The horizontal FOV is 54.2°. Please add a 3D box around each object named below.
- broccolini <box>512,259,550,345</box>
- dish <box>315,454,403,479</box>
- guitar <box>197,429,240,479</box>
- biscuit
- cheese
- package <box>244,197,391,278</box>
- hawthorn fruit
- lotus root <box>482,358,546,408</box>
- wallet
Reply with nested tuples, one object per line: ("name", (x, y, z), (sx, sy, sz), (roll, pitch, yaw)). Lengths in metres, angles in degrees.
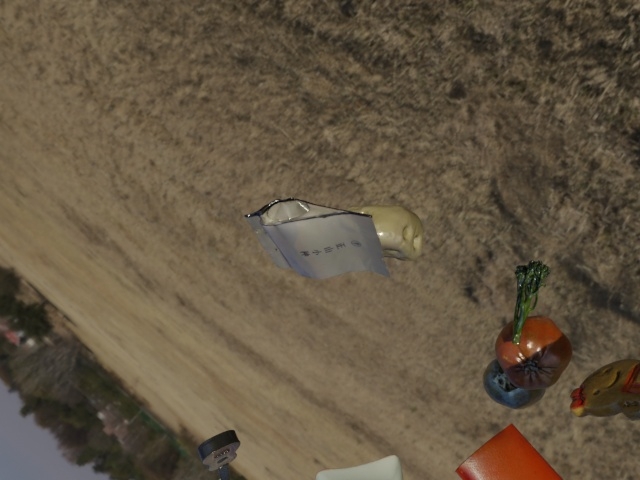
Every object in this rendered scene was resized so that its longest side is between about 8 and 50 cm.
("broccolini", (0.467, 0.143, 1.414), (0.058, 0.202, 0.074), (17, 170, -20))
("dish", (0.077, 0.479, 1.047), (0.077, 0.151, 0.213), (-122, 26, -67))
("guitar", (-0.209, 0.478, 1.332), (0.038, 0.083, 0.271), (57, 157, 33))
("biscuit", (0.504, 0.227, 1.001), (0.036, 0.166, 0.225), (54, 146, -4))
("cheese", (0.143, -0.019, 1.531), (0.217, 0.117, 0.235), (7, 169, 9))
("package", (0.000, 0.000, 1.201), (0.250, 0.062, 0.204), (2, 147, 20))
("hawthorn fruit", (0.510, 0.263, 1.493), (0.189, 0.189, 0.189), (34, 156, 17))
("lotus root", (0.553, 0.398, 1.747), (0.158, 0.140, 0.322), (-15, 162, 25))
("wallet", (0.354, 0.439, 1.083), (0.204, 0.142, 0.045), (48, 159, 27))
